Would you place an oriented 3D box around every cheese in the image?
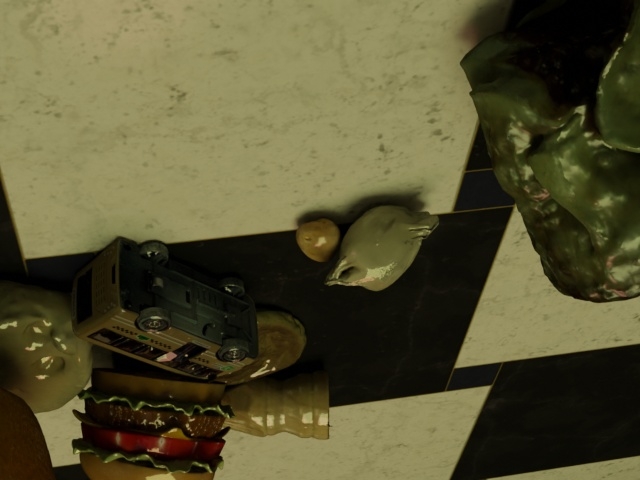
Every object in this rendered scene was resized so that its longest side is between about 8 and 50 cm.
[{"bbox_3d":[-0.515,0.172,1.686,0.318,0.115,0.326,-35,141,31],"label":"cheese"}]

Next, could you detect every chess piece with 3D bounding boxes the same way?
[{"bbox_3d":[-0.130,0.313,2.043,0.301,0.137,0.137,-2,146,-1],"label":"chess piece"}]

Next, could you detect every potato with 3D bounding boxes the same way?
[{"bbox_3d":[0.000,0.000,1.650,0.068,0.062,0.083,5,134,23],"label":"potato"}]

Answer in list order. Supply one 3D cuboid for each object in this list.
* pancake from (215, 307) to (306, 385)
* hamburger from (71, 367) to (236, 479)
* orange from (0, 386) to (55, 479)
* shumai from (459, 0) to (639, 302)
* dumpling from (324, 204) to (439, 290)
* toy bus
[{"bbox_3d":[-0.132,0.195,1.909,0.242,0.050,0.242,-9,148,-6],"label":"pancake"},{"bbox_3d":[-0.282,0.328,1.810,0.274,0.212,0.274,6,174,1],"label":"hamburger"},{"bbox_3d":[-0.533,0.367,1.546,0.322,0.357,0.322,5,152,3],"label":"orange"},{"bbox_3d":[0.338,-0.149,1.357,0.348,0.395,0.395,36,127,-19],"label":"shumai"},{"bbox_3d":[0.093,0.010,1.653,0.199,0.118,0.136,-26,-178,11],"label":"dumpling"},{"bbox_3d":[-0.236,0.119,1.680,0.157,0.139,0.289,-30,142,31],"label":"toy bus"}]
